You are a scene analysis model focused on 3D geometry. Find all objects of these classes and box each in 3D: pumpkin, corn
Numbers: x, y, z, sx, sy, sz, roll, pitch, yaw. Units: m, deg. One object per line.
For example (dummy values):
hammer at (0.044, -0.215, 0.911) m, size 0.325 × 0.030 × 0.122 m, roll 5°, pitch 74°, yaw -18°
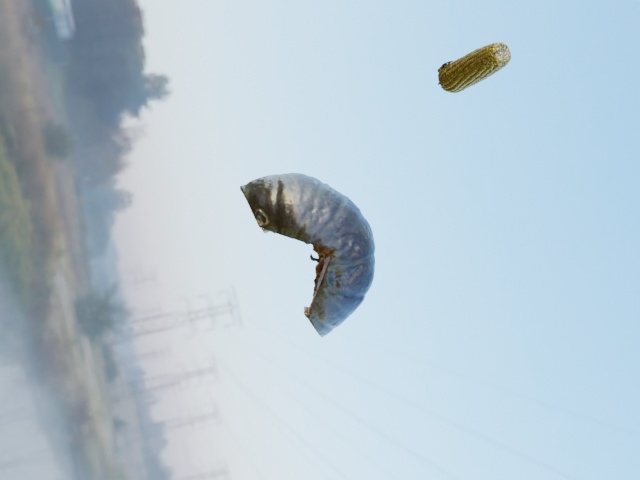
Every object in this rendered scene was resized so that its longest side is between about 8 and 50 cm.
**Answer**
pumpkin at (0.000, 0.000, 1.186) m, size 0.183 × 0.108 × 0.119 m, roll 60°, pitch 8°, yaw -12°
corn at (0.124, -0.142, 0.916) m, size 0.083 × 0.027 × 0.028 m, roll -21°, pitch -97°, yaw 57°
